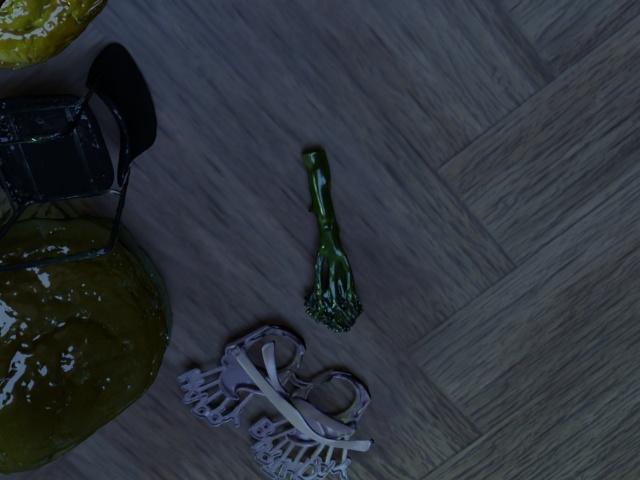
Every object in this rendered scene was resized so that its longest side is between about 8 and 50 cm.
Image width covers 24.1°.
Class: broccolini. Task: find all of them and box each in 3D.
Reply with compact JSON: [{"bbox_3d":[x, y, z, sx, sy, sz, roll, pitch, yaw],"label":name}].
[{"bbox_3d":[0.001,-0.001,1.668,0.067,0.058,0.216,-30,117,-34],"label":"broccolini"}]

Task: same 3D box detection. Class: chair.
[{"bbox_3d":[-0.262,-0.091,1.492,0.145,0.221,0.140,-6,122,16],"label":"chair"}]

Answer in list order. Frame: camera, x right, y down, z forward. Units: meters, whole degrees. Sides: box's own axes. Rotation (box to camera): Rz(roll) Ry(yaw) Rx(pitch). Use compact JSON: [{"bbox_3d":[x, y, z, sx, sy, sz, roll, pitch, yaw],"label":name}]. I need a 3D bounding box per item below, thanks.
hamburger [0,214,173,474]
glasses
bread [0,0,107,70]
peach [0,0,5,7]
[{"bbox_3d":[-0.290,0.104,1.579,0.285,0.134,0.265,-35,114,-10],"label":"hamburger"},{"bbox_3d":[-0.043,0.208,1.739,0.162,0.095,0.255,-40,115,21],"label":"glasses"},{"bbox_3d":[-0.289,-0.271,1.419,0.198,0.120,0.236,32,110,-28],"label":"bread"},{"bbox_3d":[-0.367,-0.332,1.266,0.281,0.281,0.338,-32,102,7],"label":"peach"}]
